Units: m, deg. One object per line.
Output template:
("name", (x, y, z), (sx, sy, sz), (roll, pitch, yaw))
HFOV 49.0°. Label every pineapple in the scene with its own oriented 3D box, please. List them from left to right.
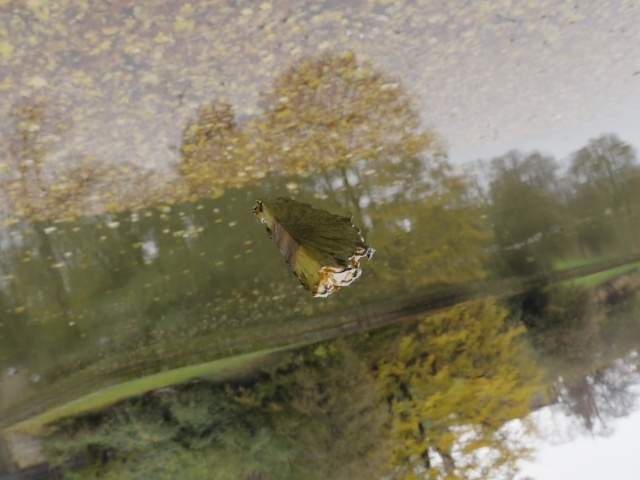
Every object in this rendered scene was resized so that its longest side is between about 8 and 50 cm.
("pineapple", (0.000, 0.000, 0.346), (0.045, 0.019, 0.083), (2, -153, -26))
